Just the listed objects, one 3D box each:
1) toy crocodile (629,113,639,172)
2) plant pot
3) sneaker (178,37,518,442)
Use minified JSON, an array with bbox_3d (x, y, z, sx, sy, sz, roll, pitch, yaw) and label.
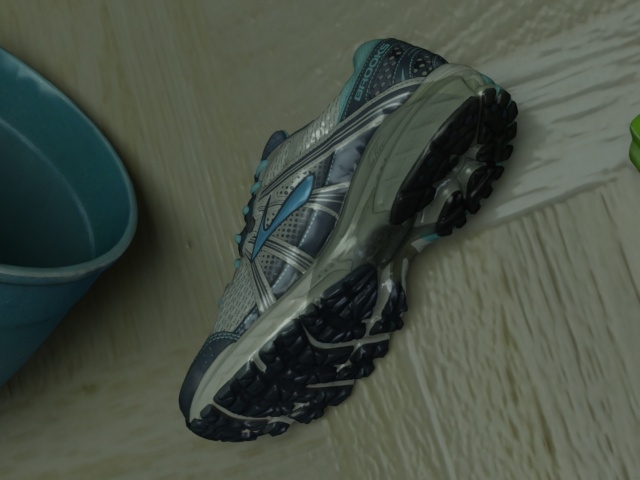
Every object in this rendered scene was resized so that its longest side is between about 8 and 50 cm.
[{"bbox_3d":[0.309,-0.139,0.686,0.340,0.105,0.115,-46,33,13],"label":"toy crocodile"},{"bbox_3d":[-0.300,0.018,0.822,0.271,0.271,0.255,46,115,18],"label":"plant pot"},{"bbox_3d":[0.000,0.000,0.800,0.283,0.110,0.122,-52,53,7],"label":"sneaker"}]
